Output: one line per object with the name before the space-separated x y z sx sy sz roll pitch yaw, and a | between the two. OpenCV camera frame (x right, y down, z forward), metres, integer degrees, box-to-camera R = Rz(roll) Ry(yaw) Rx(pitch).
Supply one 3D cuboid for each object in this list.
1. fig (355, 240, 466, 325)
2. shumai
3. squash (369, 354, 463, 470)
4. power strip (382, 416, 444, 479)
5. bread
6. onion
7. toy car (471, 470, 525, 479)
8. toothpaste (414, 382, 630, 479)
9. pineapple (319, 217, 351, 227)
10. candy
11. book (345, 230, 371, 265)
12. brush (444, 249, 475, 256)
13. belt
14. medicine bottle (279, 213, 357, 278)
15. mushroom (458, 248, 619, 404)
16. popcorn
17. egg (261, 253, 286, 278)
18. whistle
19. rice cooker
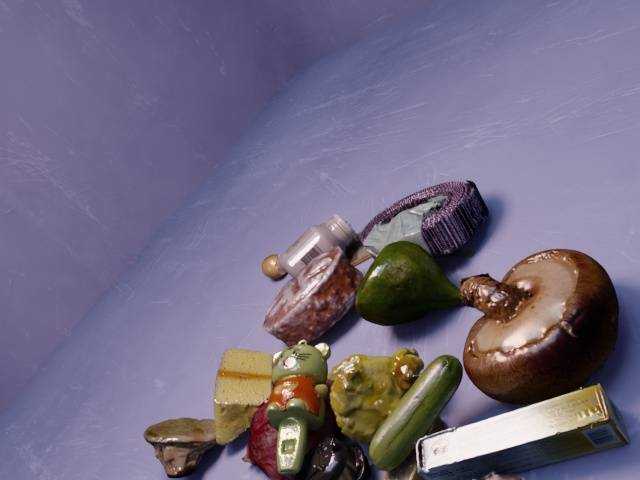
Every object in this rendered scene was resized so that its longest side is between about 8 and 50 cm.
fig | 0.212 0.116 1.326 0.203 0.235 0.203 23 -90 -80
shumai | -0.337 0.518 1.492 0.201 0.201 0.120 -1 88 55
squash | 0.167 0.300 1.043 0.239 0.069 0.069 -53 26 0
power strip | 0.139 0.422 1.036 0.064 0.044 0.305 -10 40 47
bread | -0.208 0.380 1.522 0.178 0.142 0.266 -52 12 10
onion | -0.082 0.403 1.297 0.284 0.120 0.227 -33 22 20
toy car | 0.242 0.431 0.862 0.095 0.056 0.204 -8 45 50
toothpaste | 0.300 0.314 0.930 0.313 0.089 0.071 -28 36 26
pineapple | 0.000 0.000 1.883 0.221 0.047 0.221 -37 20 16
candy | -0.015 0.154 1.553 0.289 0.157 0.214 -45 10 9
book | 0.116 0.019 1.742 0.199 0.016 0.138 -30 27 24
brush | 0.329 0.030 1.426 0.084 0.013 0.016 -2 44 52
belt | 0.247 -0.038 1.498 0.325 0.122 0.260 -16 25 42
medicine bottle | -0.001 0.028 1.714 0.215 0.135 0.135 -44 25 -1
mushroom | 0.366 0.143 1.029 0.297 0.163 0.278 -48 34 -12
popcorn | 0.114 0.296 1.151 0.195 0.173 0.168 -13 59 5
egg | -0.152 0.085 1.944 0.096 0.080 0.080 -10 40 44
whistle | -0.048 0.313 1.177 0.131 0.106 0.288 -14 41 20
rice cooker | 0.012 0.443 1.117 0.165 0.106 0.112 -49 20 13
